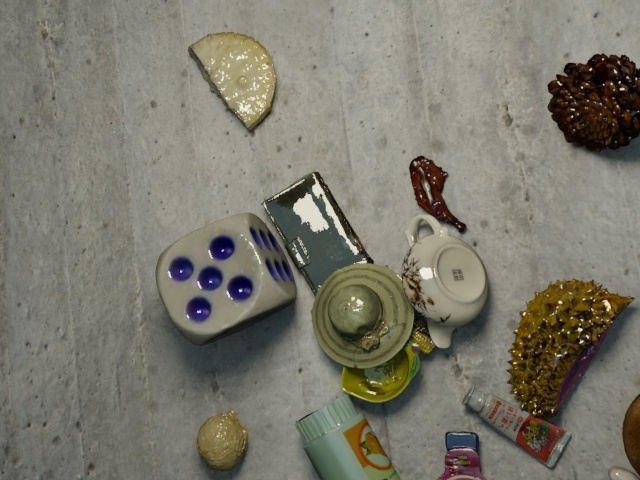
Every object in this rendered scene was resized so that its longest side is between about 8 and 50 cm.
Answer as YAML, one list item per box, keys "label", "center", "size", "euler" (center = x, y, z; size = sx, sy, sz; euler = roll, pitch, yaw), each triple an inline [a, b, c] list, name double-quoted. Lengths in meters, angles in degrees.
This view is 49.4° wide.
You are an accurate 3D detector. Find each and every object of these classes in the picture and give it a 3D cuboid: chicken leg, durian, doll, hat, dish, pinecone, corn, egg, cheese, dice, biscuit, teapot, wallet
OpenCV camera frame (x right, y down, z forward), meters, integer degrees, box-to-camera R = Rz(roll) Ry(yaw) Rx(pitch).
- label: "chicken leg"
  center: [0.270, -0.107, 1.637]
  size: [0.093, 0.053, 0.205]
  euler: [-16, 84, -3]
- label: "durian"
  center: [0.511, 0.217, 1.509]
  size: [0.191, 0.112, 0.341]
  euler: [34, 95, 12]
- label: "doll"
  center: [0.694, 0.552, 1.456]
  size: [0.160, 0.059, 0.160]
  euler: [-6, 82, 14]
- label: "hat"
  center: [0.078, 0.159, 1.552]
  size: [0.252, 0.110, 0.251]
  euler: [-4, 78, 21]
- label: "dish"
  center: [0.145, 0.292, 1.605]
  size: [0.208, 0.080, 0.148]
  euler: [-27, 75, 11]
- label: "pinecone"
  center: [0.614, -0.301, 1.499]
  size: [0.222, 0.221, 0.221]
  euler: [-1, 84, 13]
- label: "corn"
  center: [0.185, 0.188, 1.613]
  size: [0.203, 0.072, 0.072]
  euler: [38, 93, 14]
- label: "egg"
  center: [-0.236, 0.481, 1.662]
  size: [0.116, 0.118, 0.140]
  euler: [2, 94, 56]
- label: "cheese"
  center: [0.317, 0.549, 1.545]
  size: [0.155, 0.062, 0.244]
  euler: [-2, 83, 15]
- label: "dice"
  center: [-0.216, 0.089, 1.622]
  size: [0.251, 0.259, 0.243]
  euler: [-27, 80, 9]
- label: "biscuit"
  center: [-0.211, -0.433, 1.766]
  size: [0.179, 0.084, 0.281]
  euler: [-42, 76, 6]
- label: "teapot"
  center: [0.271, 0.075, 1.565]
  size: [0.209, 0.165, 0.299]
  euler: [-6, 62, -17]
- label: "wallet"
  center: [0.000, 0.000, 1.690]
  size: [0.169, 0.044, 0.316]
  euler: [-32, 79, 4]

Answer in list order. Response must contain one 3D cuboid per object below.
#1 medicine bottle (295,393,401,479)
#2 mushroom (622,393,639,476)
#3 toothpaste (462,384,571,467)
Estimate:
- label: "medicine bottle"
  center: [0.078, 0.514, 1.556]
  size: [0.158, 0.158, 0.318]
  euler: [-33, 78, 8]
- label: "mushroom"
  center: [0.755, 0.381, 1.392]
  size: [0.297, 0.163, 0.278]
  euler: [-12, 78, -9]
- label: "toothpaste"
  center: [0.430, 0.404, 1.543]
  size: [0.234, 0.057, 0.089]
  euler: [30, 89, 7]
